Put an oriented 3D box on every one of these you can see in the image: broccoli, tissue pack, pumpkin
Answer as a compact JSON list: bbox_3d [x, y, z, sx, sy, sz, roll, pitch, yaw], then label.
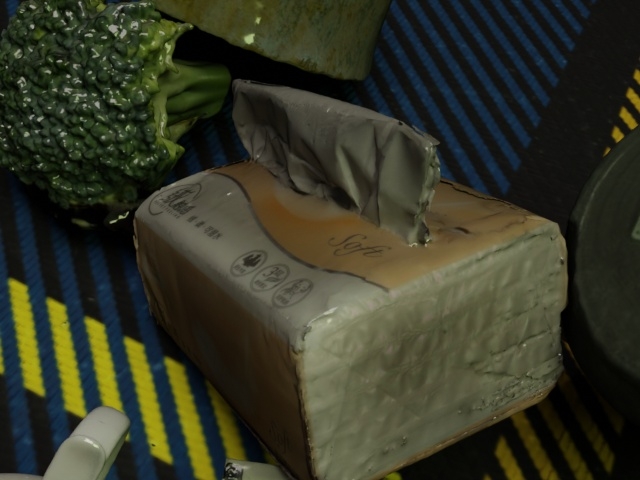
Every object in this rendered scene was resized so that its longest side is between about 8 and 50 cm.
[{"bbox_3d":[-0.192,-0.124,0.817,0.243,0.263,0.247,-23,90,-49],"label":"broccoli"},{"bbox_3d":[0.000,0.000,0.629,0.238,0.239,0.305,-20,25,-23],"label":"tissue pack"},{"bbox_3d":[-0.064,-0.326,0.883,0.332,0.199,0.332,19,24,-9],"label":"pumpkin"}]

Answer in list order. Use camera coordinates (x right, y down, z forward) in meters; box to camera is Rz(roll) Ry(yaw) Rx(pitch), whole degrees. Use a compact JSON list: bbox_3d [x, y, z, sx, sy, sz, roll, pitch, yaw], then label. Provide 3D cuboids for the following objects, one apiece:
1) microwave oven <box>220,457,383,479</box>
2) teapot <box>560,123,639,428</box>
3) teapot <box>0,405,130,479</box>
[{"bbox_3d":[0.038,0.265,0.550,0.240,0.145,0.194,9,47,-2],"label":"microwave oven"},{"bbox_3d":[0.331,0.063,0.628,0.300,0.344,0.253,-8,61,41],"label":"teapot"},{"bbox_3d":[-0.195,0.236,0.504,0.204,0.139,0.298,22,80,2],"label":"teapot"}]
